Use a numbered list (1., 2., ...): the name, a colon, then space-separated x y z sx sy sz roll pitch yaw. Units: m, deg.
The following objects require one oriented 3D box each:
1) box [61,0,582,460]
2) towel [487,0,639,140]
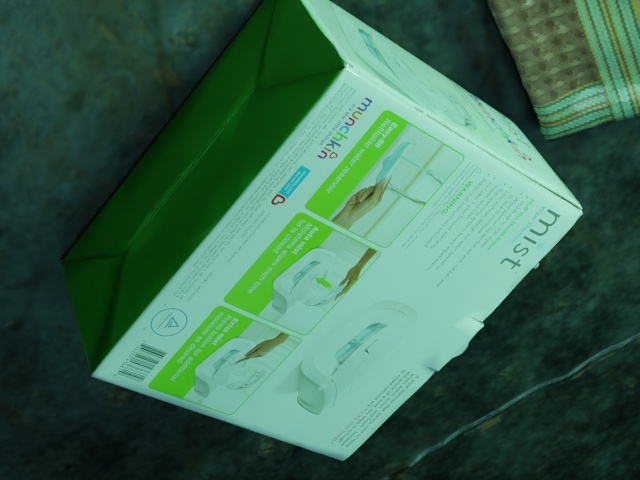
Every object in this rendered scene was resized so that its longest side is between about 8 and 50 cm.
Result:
1. box: 0.000 0.000 0.837 0.231 0.126 0.262 24 115 -37
2. towel: 0.282 -0.204 0.772 0.370 0.040 0.271 -18 135 17
